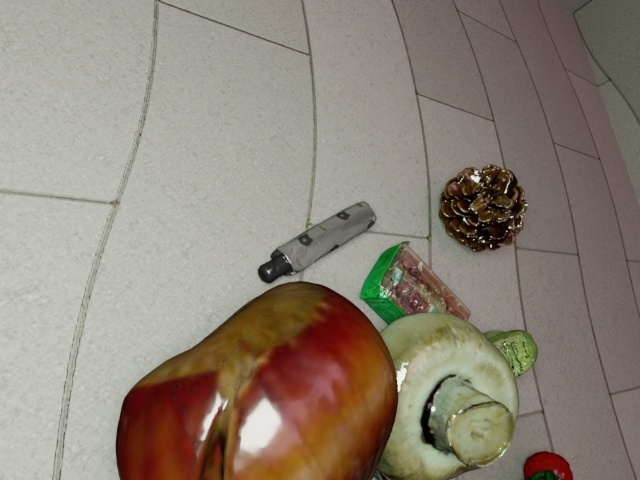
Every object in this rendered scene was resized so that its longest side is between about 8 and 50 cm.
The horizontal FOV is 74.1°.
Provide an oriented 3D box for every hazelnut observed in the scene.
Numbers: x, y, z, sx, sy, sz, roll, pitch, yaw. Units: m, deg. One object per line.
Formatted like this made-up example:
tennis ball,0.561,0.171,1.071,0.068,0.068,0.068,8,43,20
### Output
hazelnut,-0.068,0.251,0.616,0.359,0.359,0.409,50,57,-7

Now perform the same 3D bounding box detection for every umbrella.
umbrella,0.000,0.000,0.943,0.337,0.067,0.073,-30,79,-36

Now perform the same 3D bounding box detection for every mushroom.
mushroom,0.225,0.317,0.832,0.353,0.260,0.351,-2,98,-19

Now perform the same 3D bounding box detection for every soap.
soap,0.233,0.159,1.017,0.273,0.098,0.217,44,54,-12

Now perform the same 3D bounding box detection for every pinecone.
pinecone,0.446,-0.086,1.167,0.243,0.244,0.257,60,12,0

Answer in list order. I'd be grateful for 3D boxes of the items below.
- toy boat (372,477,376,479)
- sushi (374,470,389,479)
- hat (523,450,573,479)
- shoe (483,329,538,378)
toy boat,0.018,0.481,0.660,0.275,0.294,0.111,-88,159,-47
sushi,0.174,0.600,0.687,0.100,0.373,0.296,-39,118,1
hat,0.544,0.641,0.970,0.332,0.242,0.274,-44,112,-49
shoe,0.422,0.314,1.069,0.262,0.128,0.139,-23,75,-9
